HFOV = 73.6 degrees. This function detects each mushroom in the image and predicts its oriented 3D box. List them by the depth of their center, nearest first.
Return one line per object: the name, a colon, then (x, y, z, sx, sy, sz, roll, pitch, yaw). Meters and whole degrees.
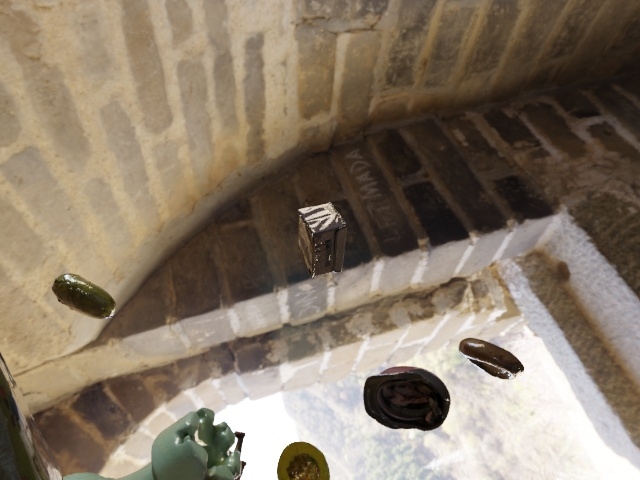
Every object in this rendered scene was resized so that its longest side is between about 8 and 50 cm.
mushroom: (0.327, 0.226, 0.824, 0.052, 0.123, 0.123, -62, -1, -14)

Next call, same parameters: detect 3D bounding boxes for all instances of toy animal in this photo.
toy animal: (-0.282, 0.677, 1.252, 0.157, 0.097, 0.312, -71, -10, -59)

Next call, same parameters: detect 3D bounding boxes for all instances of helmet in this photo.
helmet: (0.275, 0.473, 1.326, 0.154, 0.254, 0.198, -25, -62, -60)

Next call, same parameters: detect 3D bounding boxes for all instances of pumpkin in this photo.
pumpkin: (-0.077, 0.878, 1.590, 0.110, 0.218, 0.217, -61, 35, 37)

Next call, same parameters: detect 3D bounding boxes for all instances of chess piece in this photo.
chess piece: (-0.268, 0.383, 0.633, 0.194, 0.299, 0.194, 52, -175, -6)

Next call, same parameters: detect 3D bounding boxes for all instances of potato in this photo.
potato: (-0.873, 0.213, 1.583, 0.149, 0.251, 0.113, -54, 1, 43)

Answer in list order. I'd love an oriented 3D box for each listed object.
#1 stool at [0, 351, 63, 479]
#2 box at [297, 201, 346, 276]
stool: (-0.443, 0.195, 0.438, 0.310, 0.226, 0.310, -26, 89, 54)
box: (0.000, 0.000, 1.821, 0.188, 0.153, 0.252, -122, 26, -44)
